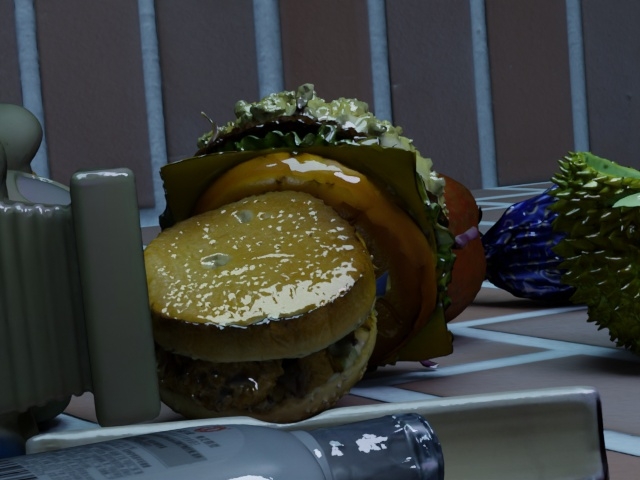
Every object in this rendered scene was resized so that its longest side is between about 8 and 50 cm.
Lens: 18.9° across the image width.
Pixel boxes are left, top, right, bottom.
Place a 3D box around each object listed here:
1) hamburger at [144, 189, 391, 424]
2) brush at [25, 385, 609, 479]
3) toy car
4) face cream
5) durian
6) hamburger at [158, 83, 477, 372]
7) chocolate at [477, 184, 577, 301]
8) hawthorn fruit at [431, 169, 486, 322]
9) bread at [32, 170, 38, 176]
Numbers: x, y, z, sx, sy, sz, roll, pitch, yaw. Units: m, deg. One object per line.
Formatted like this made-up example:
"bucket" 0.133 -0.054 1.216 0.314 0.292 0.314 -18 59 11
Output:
"hamburger" -0.046 0.059 1.352 0.182 0.118 0.191 -5 28 11
"brush" -0.001 0.124 1.073 0.321 0.060 0.050 -4 -7 -7
"toy car" -0.223 0.025 1.316 0.226 0.242 0.336 -7 6 -2
"face cream" -0.075 0.131 0.951 0.291 0.071 0.144 -8 6 -29
"durian" 0.290 0.006 1.506 0.237 0.176 0.200 -1 -8 -40
"hamburger" 0.000 0.000 1.502 0.243 0.262 0.139 1 32 14
"chocolate" 0.126 0.020 1.936 0.343 0.126 0.148 -10 40 22
"hawthorn fruit" 0.050 0.009 1.695 0.189 0.189 0.189 -4 5 0
"bread" -0.410 0.021 1.764 0.337 0.204 0.358 -7 5 22
